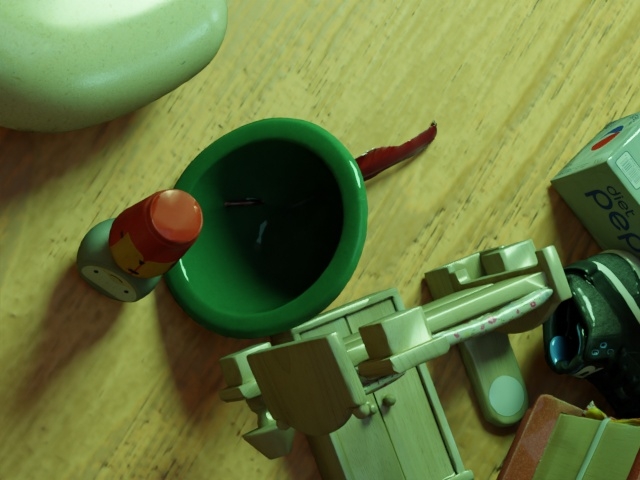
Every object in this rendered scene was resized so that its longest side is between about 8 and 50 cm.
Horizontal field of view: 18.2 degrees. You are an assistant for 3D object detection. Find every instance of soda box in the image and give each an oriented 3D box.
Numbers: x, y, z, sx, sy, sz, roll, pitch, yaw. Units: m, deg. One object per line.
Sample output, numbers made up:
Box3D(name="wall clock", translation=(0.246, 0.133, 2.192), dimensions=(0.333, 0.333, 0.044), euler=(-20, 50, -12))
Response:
Box3D(name="soda box", translation=(0.332, 0.023, 1.731), dimensions=(0.091, 0.098, 0.286), euler=(-43, 100, -25))

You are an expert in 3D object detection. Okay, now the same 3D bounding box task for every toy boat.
Box3D(name="toy boat", translation=(-0.182, -0.112, 1.517), dimensions=(0.267, 0.148, 0.318), euler=(-16, 81, -30))

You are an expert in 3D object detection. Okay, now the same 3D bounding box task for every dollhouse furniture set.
Box3D(name="dollhouse furniture set", translation=(0.302, 0.089, 1.549), dimensions=(0.152, 0.201, 0.374), euler=(29, 81, -21))
Box3D(name="dollhouse furniture set", translation=(0.116, 0.110, 1.482), dimensions=(0.303, 0.355, 0.174), euler=(-21, 91, -26))

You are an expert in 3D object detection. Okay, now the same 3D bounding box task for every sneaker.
Box3D(name="sneaker", translation=(0.246, 0.120, 1.672), dimensions=(0.121, 0.079, 0.217), euler=(-15, 80, -48))

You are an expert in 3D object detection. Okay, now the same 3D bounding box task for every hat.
Box3D(name="hat", translation=(0.000, 0.000, 1.621), dimensions=(0.183, 0.208, 0.173), euler=(25, 42, -63))
